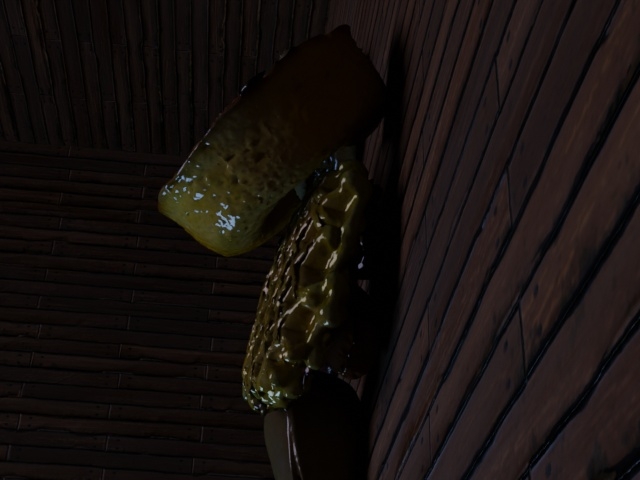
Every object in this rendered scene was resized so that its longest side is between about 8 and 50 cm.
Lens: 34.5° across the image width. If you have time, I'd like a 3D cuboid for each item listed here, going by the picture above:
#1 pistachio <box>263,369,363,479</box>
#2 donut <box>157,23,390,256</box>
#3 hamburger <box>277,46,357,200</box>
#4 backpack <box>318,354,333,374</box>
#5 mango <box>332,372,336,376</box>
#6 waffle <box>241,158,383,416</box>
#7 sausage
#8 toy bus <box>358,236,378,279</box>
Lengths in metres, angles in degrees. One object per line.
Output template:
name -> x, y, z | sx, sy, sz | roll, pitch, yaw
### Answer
pistachio -> -0.011, 0.319, 1.599 | 0.212, 0.163, 0.260 | 55, -159, -37
donut -> -0.075, -0.127, 1.609 | 0.435, 0.163, 0.377 | -44, -2, 30
hamburger -> -0.010, -0.251, 2.093 | 0.277, 0.195, 0.318 | 97, 174, -59
backpack -> -0.012, 0.139, 1.972 | 0.229, 0.139, 0.229 | -177, 90, -90
mango -> -0.010, 0.297, 2.200 | 0.111, 0.089, 0.163 | -121, 45, -65
waffle -> -0.027, 0.072, 1.518 | 0.382, 0.095, 0.379 | 138, 150, -68
sausage -> 0.039, 0.123, 1.560 | 0.348, 0.094, 0.097 | -125, 52, -76
toy bus -> 0.052, 0.021, 1.685 | 0.162, 0.070, 0.074 | -119, 33, -82
